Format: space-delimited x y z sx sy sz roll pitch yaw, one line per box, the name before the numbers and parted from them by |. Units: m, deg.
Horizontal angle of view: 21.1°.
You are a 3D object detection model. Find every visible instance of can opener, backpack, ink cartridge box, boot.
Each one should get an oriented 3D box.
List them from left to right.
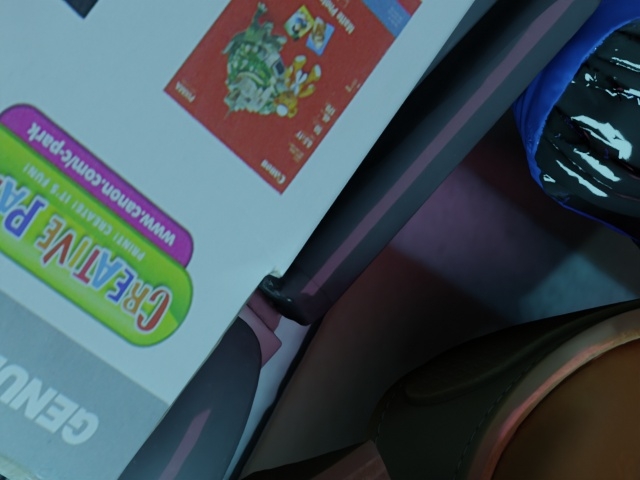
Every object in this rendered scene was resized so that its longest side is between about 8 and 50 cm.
ink cartridge box | -0.092 -0.136 0.333 0.272 0.130 0.309 -55 134 -8
can opener | 0.000 0.000 0.552 0.283 0.095 0.076 -48 133 -8
boot | 0.089 0.148 0.610 0.283 0.109 0.220 -27 95 -47
backpack | 0.131 -0.049 0.645 0.120 0.101 0.098 18 117 -19
